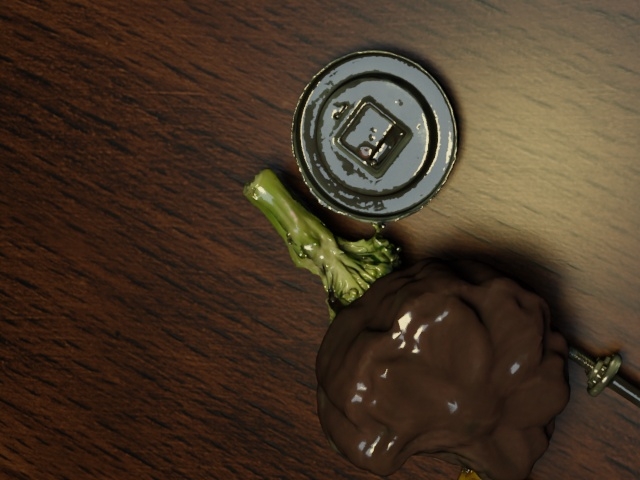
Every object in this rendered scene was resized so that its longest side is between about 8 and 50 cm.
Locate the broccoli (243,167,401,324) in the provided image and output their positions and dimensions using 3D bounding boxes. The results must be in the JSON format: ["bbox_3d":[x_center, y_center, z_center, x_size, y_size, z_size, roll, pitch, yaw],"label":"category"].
[{"bbox_3d":[-0.005,0.005,1.660,0.304,0.145,0.165,45,66,-1],"label":"broccoli"}]

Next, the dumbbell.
[{"bbox_3d":[0.493,0.242,1.604,0.254,0.081,0.081,34,109,8],"label":"dumbbell"}]

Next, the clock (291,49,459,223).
[{"bbox_3d":[0.089,-0.168,1.662,0.280,0.055,0.280,4,103,17],"label":"clock"}]

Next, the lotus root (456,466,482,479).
[{"bbox_3d":[0.293,0.448,1.690,0.120,0.120,0.209,-32,91,21],"label":"lotus root"}]

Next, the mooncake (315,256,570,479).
[{"bbox_3d":[0.193,0.204,1.550,0.381,0.212,0.351,0,106,-18],"label":"mooncake"}]
